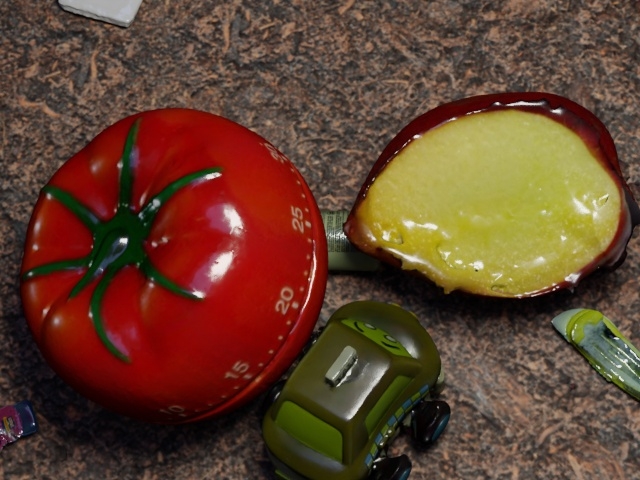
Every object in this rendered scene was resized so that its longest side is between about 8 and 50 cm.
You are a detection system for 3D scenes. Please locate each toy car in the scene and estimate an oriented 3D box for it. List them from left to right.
[{"bbox_3d":[0.038,0.179,1.625,0.204,0.198,0.248,31,68,20],"label":"toy car"}]

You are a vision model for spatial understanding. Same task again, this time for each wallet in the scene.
[{"bbox_3d":[-0.293,-0.397,1.944,0.124,0.032,0.183,17,72,10],"label":"wallet"}]

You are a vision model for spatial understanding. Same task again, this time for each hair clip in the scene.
[{"bbox_3d":[0.378,0.149,1.710,0.060,0.033,0.188,-43,71,-12],"label":"hair clip"}]

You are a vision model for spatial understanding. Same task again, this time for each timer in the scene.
[{"bbox_3d":[-0.173,0.032,1.638,0.378,0.279,0.378,-11,68,29],"label":"timer"}]

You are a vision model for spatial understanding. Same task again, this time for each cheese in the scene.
[{"bbox_3d":[-0.432,0.249,1.732,0.145,0.038,0.095,-23,71,-3],"label":"cheese"}]

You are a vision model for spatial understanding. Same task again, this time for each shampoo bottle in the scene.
[{"bbox_3d":[0.000,0.000,1.763,0.162,0.079,0.079,0,71,5],"label":"shampoo bottle"}]

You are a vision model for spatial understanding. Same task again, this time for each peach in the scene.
[{"bbox_3d":[0.205,-0.052,1.705,0.362,0.201,0.257,-12,97,2],"label":"peach"}]
